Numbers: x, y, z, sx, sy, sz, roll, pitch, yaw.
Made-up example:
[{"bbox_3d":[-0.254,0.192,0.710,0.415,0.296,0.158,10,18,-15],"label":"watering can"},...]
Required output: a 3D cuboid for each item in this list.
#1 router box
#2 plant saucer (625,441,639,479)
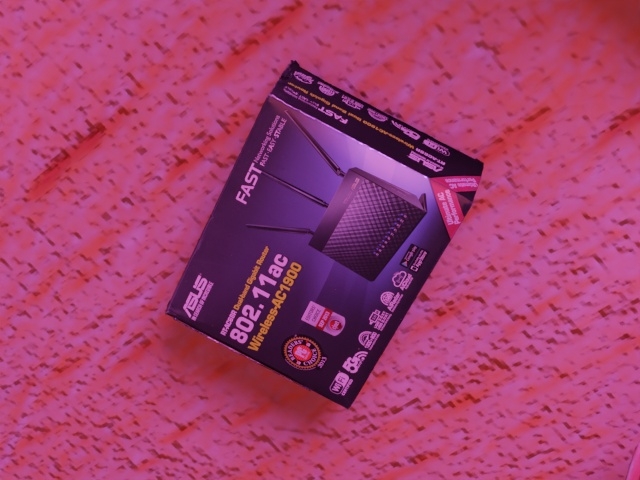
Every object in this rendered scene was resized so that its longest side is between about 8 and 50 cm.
[{"bbox_3d":[0.000,0.000,0.564,0.092,0.038,0.122,27,121,0],"label":"router box"},{"bbox_3d":[0.232,0.186,0.581,0.258,0.048,0.259,8,120,-1],"label":"plant saucer"}]
